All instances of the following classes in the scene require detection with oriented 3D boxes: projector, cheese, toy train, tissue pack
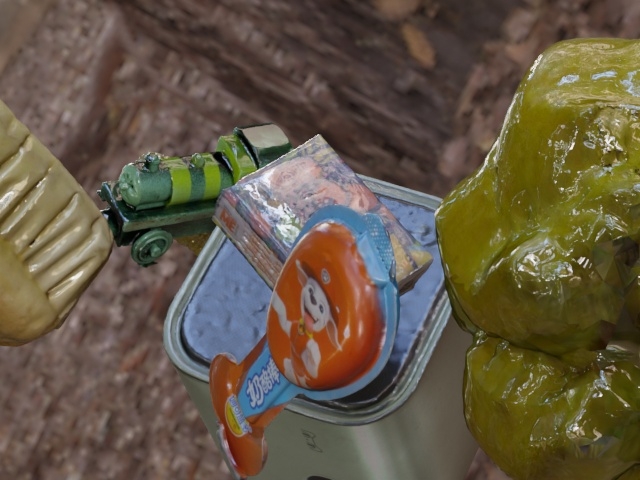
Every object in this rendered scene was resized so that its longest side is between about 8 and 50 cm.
[{"bbox_3d":[0.023,0.105,1.504,0.248,0.249,0.249,-62,-26,-27],"label":"projector"},{"bbox_3d":[-0.015,0.065,0.969,0.256,0.037,0.106,-50,54,48],"label":"cheese"},{"bbox_3d":[-0.131,-0.050,1.615,0.083,0.200,0.132,54,140,32],"label":"toy train"},{"bbox_3d":[0.000,0.000,1.278,0.109,0.148,0.060,-31,-19,-30],"label":"tissue pack"}]

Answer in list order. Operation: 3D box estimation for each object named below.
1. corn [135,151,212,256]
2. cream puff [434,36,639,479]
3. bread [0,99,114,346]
[{"bbox_3d":[-0.096,0.002,1.766,0.086,0.288,0.086,-36,33,28],"label":"corn"},{"bbox_3d":[0.232,0.050,0.886,0.378,0.378,0.275,-51,2,32],"label":"cream puff"},{"bbox_3d":[-0.227,-0.040,0.899,0.106,0.236,0.140,-47,18,-15],"label":"bread"}]
